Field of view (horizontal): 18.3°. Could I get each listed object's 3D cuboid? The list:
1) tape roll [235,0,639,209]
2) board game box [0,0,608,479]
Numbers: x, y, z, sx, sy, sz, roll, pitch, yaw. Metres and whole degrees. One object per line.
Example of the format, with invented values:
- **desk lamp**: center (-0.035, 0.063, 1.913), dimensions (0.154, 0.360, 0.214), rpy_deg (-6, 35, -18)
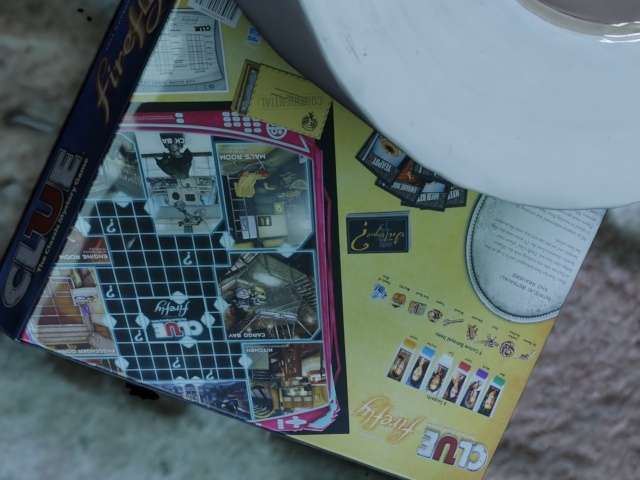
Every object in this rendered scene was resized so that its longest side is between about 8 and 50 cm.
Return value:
- **tape roll**: center (0.097, -0.160, 0.731), dimensions (0.286, 0.100, 0.286), rpy_deg (-9, 115, -21)
- **board game box**: center (0.000, 0.000, 0.832), dimensions (0.243, 0.042, 0.165), rpy_deg (24, 92, -34)
